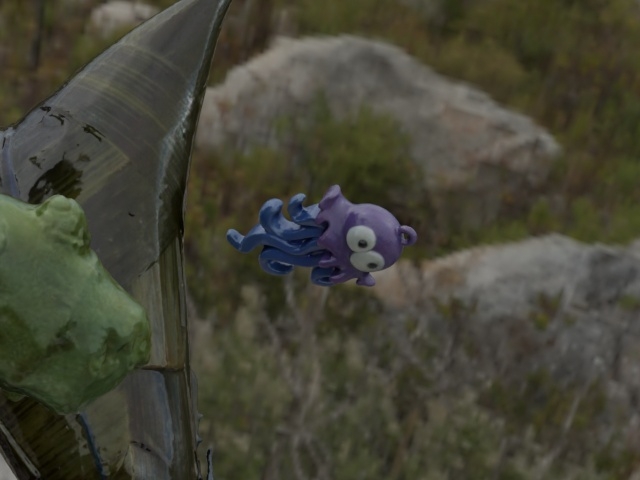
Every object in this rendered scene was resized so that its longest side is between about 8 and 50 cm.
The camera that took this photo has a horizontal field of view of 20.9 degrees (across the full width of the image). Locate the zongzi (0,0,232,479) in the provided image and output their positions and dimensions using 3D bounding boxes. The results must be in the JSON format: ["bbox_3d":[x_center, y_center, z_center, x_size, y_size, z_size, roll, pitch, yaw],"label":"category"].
[{"bbox_3d":[-0.145,0.020,1.534,0.432,0.208,0.403,-36,79,3],"label":"zongzi"}]

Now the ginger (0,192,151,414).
[{"bbox_3d":[-0.233,0.032,0.884,0.289,0.137,0.089,-4,9,-6],"label":"ginger"}]

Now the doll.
[{"bbox_3d":[0.000,0.000,1.666,0.205,0.110,0.067,-3,35,30],"label":"doll"}]
